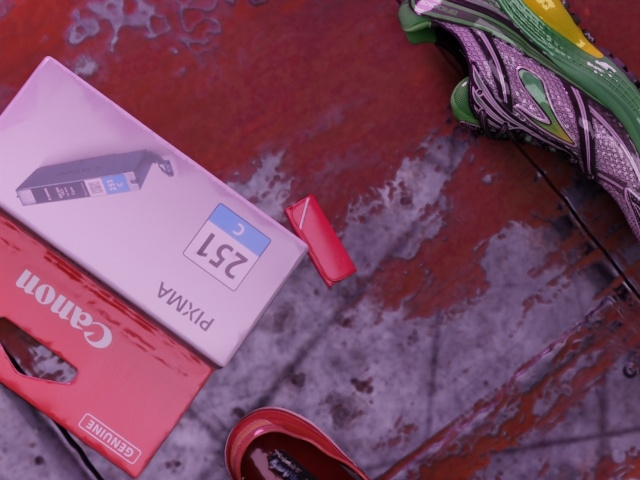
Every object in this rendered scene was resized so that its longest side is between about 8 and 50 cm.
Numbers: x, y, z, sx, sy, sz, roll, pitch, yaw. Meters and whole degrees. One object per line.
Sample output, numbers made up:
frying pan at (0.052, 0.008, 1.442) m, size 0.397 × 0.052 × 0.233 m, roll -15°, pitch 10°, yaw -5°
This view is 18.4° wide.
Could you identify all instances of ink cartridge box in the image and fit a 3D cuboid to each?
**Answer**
ink cartridge box at (-0.204, 0.026, 1.773) m, size 0.296 × 0.066 × 0.261 m, roll 36°, pitch 80°, yaw -3°

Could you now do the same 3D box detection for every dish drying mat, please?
dish drying mat at (0.000, 0.000, 1.831) m, size 0.032 × 0.008 × 0.083 m, roll -30°, pitch 89°, yaw -10°

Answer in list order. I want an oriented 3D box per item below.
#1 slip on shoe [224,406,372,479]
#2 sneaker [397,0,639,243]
slip on shoe at (0.048, 0.271, 1.743) m, size 0.331 × 0.101 × 0.123 m, roll 40°, pitch 92°, yaw 5°
sneaker at (0.207, -0.123, 1.824) m, size 0.146 × 0.134 × 0.343 m, roll -40°, pitch 82°, yaw -3°
